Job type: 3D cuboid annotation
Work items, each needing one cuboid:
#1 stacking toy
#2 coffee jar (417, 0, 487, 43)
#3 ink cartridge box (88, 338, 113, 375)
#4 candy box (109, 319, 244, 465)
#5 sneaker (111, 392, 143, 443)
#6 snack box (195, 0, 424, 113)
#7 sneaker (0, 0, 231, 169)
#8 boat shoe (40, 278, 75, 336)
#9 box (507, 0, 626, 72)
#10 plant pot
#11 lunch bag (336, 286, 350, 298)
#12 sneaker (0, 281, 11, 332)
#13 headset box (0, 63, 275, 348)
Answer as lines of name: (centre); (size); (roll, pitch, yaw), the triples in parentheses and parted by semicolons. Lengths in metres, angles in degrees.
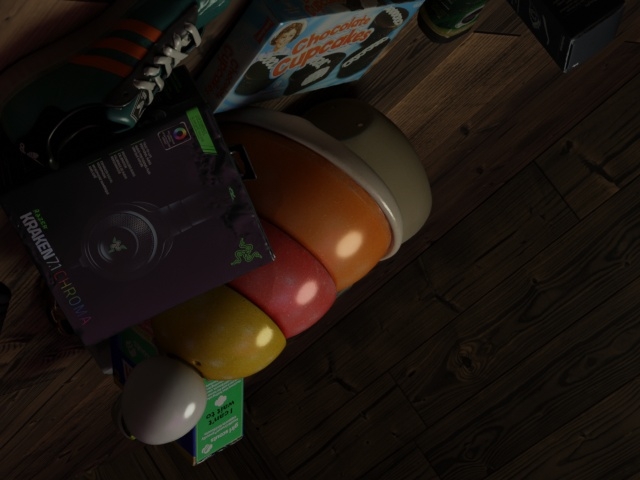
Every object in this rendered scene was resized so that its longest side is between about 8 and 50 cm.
stacking toy: (-0.126, 0.079, 1.573); (0.480, 0.351, 0.350); (-59, 177, -22)
coffee jar: (0.218, -0.386, 1.705); (0.096, 0.079, 0.184); (-32, 166, -26)
ink cartridge box: (-0.315, 0.149, 2.190); (0.272, 0.130, 0.309); (-36, 168, -3)
candy box: (-0.249, 0.173, 1.864); (0.122, 0.268, 0.317); (-25, 133, -33)
sneaker: (-0.258, 0.242, 2.162); (0.385, 0.145, 0.147); (-34, -161, -28)
snack box: (-0.010, -0.281, 1.544); (0.322, 0.060, 0.187); (-22, 161, -46)
sneaker: (-0.211, -0.189, 1.221); (0.302, 0.121, 0.108); (-34, 168, -4)
boat shoe: (-0.426, 0.100, 1.854); (0.073, 0.073, 0.207); (-29, 165, -22)
box: (0.385, -0.401, 1.787); (0.108, 0.207, 0.153); (-35, 168, 0)
plant pot: (0.041, -0.129, 1.873); (0.284, 0.284, 0.191); (-30, 132, -22)
lunch bag: (0.000, 0.000, 2.263); (0.256, 0.212, 0.305); (-38, 168, 15)
sneaker: (-0.546, 0.087, 1.471); (0.296, 0.104, 0.146); (15, 103, -51)
headset box: (-0.218, -0.045, 1.348); (0.283, 0.131, 0.246); (-25, 124, -6)
